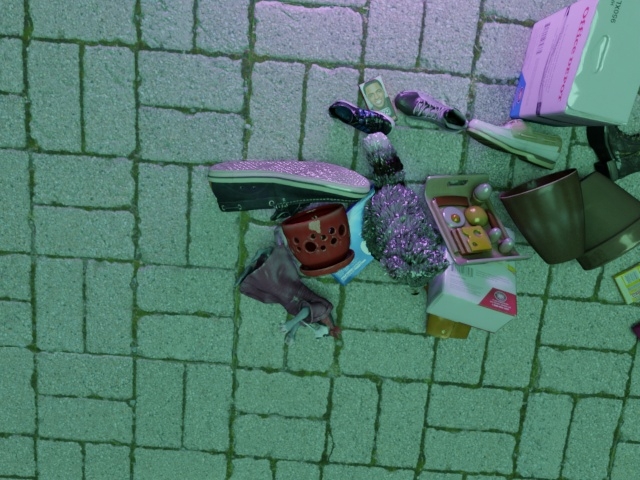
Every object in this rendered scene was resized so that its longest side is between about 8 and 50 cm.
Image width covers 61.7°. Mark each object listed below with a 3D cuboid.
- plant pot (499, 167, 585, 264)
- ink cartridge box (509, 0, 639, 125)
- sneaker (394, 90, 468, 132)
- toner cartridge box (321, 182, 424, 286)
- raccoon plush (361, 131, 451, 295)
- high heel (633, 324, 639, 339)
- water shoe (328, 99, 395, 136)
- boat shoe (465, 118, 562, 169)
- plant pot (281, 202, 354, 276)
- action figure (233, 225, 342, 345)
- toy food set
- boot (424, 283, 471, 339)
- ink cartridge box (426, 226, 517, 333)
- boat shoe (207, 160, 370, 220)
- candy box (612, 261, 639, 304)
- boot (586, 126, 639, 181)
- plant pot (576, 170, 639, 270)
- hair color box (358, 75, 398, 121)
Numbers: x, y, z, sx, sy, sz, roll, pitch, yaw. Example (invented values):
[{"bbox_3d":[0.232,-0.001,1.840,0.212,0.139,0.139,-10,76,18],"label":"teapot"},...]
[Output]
[{"bbox_3d":[0.654,-0.057,1.517,0.216,0.215,0.230,-23,94,5],"label":"plant pot"},{"bbox_3d":[0.678,-0.455,1.422,0.166,0.395,0.285,12,102,-2],"label":"ink cartridge box"},{"bbox_3d":[0.333,-0.383,1.571,0.229,0.132,0.086,19,101,-4],"label":"sneaker"},{"bbox_3d":[0.139,-0.035,1.673,0.165,0.075,0.348,44,99,-6],"label":"toner cartridge box"},{"bbox_3d":[0.193,-0.066,1.475,0.216,0.299,0.446,-28,99,6],"label":"raccoon plush"},{"bbox_3d":[1.157,0.423,1.771,0.182,0.127,0.377,-8,108,31],"label":"high heel"},{"bbox_3d":[0.117,-0.350,1.578,0.203,0.080,0.072,23,121,18],"label":"water shoe"},{"bbox_3d":[0.579,-0.310,1.604,0.303,0.113,0.103,19,100,-14],"label":"boat shoe"},{"bbox_3d":[0.000,0.000,1.556,0.191,0.191,0.174,-17,105,4],"label":"plant pot"},{"bbox_3d":[-0.074,0.177,1.689,0.370,0.248,0.275,34,73,-5],"label":"action figure"},{"bbox_3d":[0.454,-0.065,1.554,0.220,0.306,0.092,-5,146,-20],"label":"toy food set"},{"bbox_3d":[0.370,0.198,1.706,0.295,0.104,0.211,19,101,-8],"label":"boot"},{"bbox_3d":[0.447,0.090,1.581,0.226,0.306,0.131,18,141,-4],"label":"ink cartridge box"},{"bbox_3d":[-0.096,-0.142,1.567,0.501,0.187,0.155,4,111,19],"label":"boat shoe"},{"bbox_3d":[1.057,0.112,1.724,0.206,0.027,0.105,-29,102,6],"label":"candy box"},{"bbox_3d":[0.944,-0.306,1.619,0.229,0.091,0.262,-18,105,-2],"label":"boot"},{"bbox_3d":[0.826,-0.073,1.595,0.263,0.263,0.229,-38,82,7],"label":"plant pot"},{"bbox_3d":[0.173,-0.413,1.611,0.072,0.043,0.141,-24,100,6],"label":"hair color box"}]
